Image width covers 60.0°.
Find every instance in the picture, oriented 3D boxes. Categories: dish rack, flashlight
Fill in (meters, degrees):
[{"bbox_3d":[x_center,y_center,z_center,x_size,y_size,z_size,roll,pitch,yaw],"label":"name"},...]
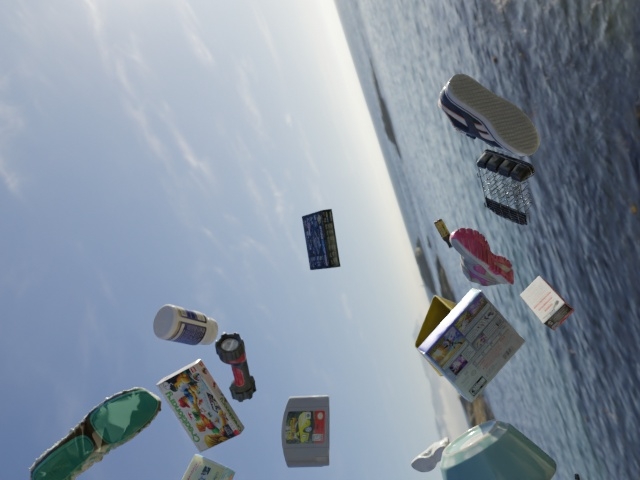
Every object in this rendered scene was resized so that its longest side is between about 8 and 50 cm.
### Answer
[{"bbox_3d":[0.661,-0.179,1.967,0.208,0.074,0.271,35,160,46],"label":"dish rack"},{"bbox_3d":[-0.306,0.465,1.995,0.103,0.103,0.304,-56,-27,-45],"label":"flashlight"}]

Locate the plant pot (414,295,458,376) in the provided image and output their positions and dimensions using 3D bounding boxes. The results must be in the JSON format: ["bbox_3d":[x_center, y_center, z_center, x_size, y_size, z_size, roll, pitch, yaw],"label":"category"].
[{"bbox_3d":[0.488,0.343,1.944,0.212,0.187,0.212,-129,55,-65],"label":"plant pot"}]

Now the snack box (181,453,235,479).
[{"bbox_3d":[-0.447,0.933,1.944,0.060,0.187,0.322,50,-124,-37],"label":"snack box"}]

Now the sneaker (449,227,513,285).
[{"bbox_3d":[0.446,0.063,1.601,0.252,0.111,0.103,40,-136,-24],"label":"sneaker"}]

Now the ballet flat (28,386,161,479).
[{"bbox_3d":[-0.660,0.571,1.638,0.147,0.409,0.147,51,165,20],"label":"ballet flat"}]

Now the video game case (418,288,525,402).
[{"bbox_3d":[0.483,0.333,1.767,0.244,0.269,0.061,47,171,-15],"label":"video game case"}]

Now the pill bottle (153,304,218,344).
[{"bbox_3d":[-0.589,0.381,2.448,0.265,0.153,0.153,27,-138,-49],"label":"pill bottle"}]

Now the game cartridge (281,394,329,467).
[{"bbox_3d":[-0.060,0.768,2.252,0.060,0.196,0.294,77,-171,-45],"label":"game cartridge"}]

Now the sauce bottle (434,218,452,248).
[{"bbox_3d":[0.521,-0.028,2.319,0.128,0.042,0.042,63,-174,17],"label":"sauce bottle"}]

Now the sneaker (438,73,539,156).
[{"bbox_3d":[0.488,-0.354,1.628,0.321,0.126,0.127,40,164,-1],"label":"sneaker"}]

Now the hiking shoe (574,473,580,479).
[{"bbox_3d":[0.628,0.720,1.470,0.086,0.227,0.114,29,-154,-22],"label":"hiking shoe"}]

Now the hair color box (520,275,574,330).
[{"bbox_3d":[0.721,0.198,1.771,0.053,0.093,0.167,33,-161,-20],"label":"hair color box"}]

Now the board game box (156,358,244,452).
[{"bbox_3d":[-0.438,0.605,2.024,0.305,0.193,0.053,58,-162,-4],"label":"board game box"}]

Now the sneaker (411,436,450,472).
[{"bbox_3d":[0.483,0.923,2.397,0.080,0.212,0.094,44,-151,-3],"label":"sneaker"}]

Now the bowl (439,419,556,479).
[{"bbox_3d":[0.444,0.597,1.482,0.163,0.311,0.311,58,-175,13],"label":"bowl"}]

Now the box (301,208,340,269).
[{"bbox_3d":[0.000,0.000,2.101,0.175,0.051,0.220,-13,86,63],"label":"box"}]
